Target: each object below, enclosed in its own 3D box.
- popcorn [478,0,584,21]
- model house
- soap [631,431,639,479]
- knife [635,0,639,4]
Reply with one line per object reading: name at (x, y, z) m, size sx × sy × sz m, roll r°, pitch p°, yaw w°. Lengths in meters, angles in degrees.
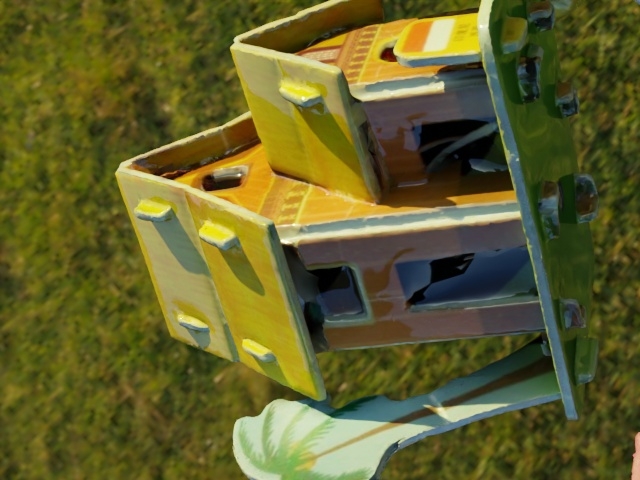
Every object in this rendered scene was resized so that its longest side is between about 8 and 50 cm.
popcorn at (0.199, -0.331, 1.467) m, size 0.242 × 0.250 × 0.235 m, roll -19°, pitch 103°, yaw 11°
model house at (0.000, 0.000, 0.941) m, size 0.323 × 0.340 × 0.300 m, roll -6°, pitch 124°, yaw 19°
soap at (0.257, 0.194, 0.841) m, size 0.162 × 0.250 × 0.099 m, roll 38°, pitch 128°, yaw -14°
knife at (0.206, -0.292, 1.214) m, size 0.046 × 0.022 × 0.256 m, roll -40°, pitch 99°, yaw 19°
